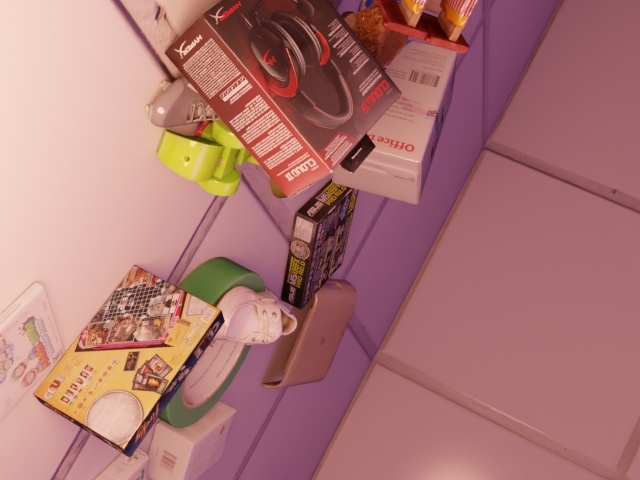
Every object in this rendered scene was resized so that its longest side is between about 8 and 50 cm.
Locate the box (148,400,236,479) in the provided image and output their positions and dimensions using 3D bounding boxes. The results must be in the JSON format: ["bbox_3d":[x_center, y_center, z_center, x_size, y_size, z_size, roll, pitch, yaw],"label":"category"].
[{"bbox_3d":[-0.264,0.409,1.746,0.170,0.091,0.130,-28,140,-62],"label":"box"}]

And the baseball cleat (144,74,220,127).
[{"bbox_3d":[-0.148,-0.196,1.213,0.206,0.109,0.072,-41,161,-48],"label":"baseball cleat"}]

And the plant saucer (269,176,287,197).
[{"bbox_3d":[-0.023,-0.189,1.716,0.241,0.037,0.241,-55,160,-31],"label":"plant saucer"}]

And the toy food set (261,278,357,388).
[{"bbox_3d":[-0.031,0.244,2.246,0.220,0.092,0.306,8,106,-60],"label":"toy food set"}]

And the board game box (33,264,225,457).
[{"bbox_3d":[-0.276,0.170,1.256,0.243,0.165,0.042,-56,161,-25],"label":"board game box"}]

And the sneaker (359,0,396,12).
[{"bbox_3d":[0.138,-0.482,1.698,0.152,0.085,0.058,-65,163,3],"label":"sneaker"}]

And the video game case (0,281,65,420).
[{"bbox_3d":[-0.398,0.150,1.113,0.143,0.019,0.157,-52,159,-35],"label":"video game case"}]

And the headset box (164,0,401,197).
[{"bbox_3d":[-0.034,-0.221,1.201,0.110,0.293,0.218,-26,-162,49],"label":"headset box"}]

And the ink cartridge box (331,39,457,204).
[{"bbox_3d":[0.148,-0.251,1.775,0.197,0.198,0.270,79,29,-67],"label":"ink cartridge box"}]

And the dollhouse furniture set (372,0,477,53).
[{"bbox_3d":[0.179,-0.487,1.442,0.374,0.152,0.201,-103,-148,-55],"label":"dollhouse furniture set"}]

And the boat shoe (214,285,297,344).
[{"bbox_3d":[-0.112,0.144,1.558,0.098,0.096,0.277,-67,162,8],"label":"boat shoe"}]

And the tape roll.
[{"bbox_3d":[-0.219,0.191,1.604,0.321,0.077,0.321,-55,161,-29],"label":"tape roll"}]

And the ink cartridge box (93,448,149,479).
[{"bbox_3d":[-0.401,0.507,1.551,0.224,0.056,0.181,-45,154,-51],"label":"ink cartridge box"}]

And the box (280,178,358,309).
[{"bbox_3d":[0.000,0.000,2.010,0.216,0.060,0.270,-47,156,-46],"label":"box"}]

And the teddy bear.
[{"bbox_3d":[0.030,-0.277,1.539,0.245,0.113,0.338,-27,149,-50],"label":"teddy bear"}]

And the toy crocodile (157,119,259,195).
[{"bbox_3d":[-0.131,-0.167,1.342,0.340,0.105,0.115,-46,162,-55],"label":"toy crocodile"}]

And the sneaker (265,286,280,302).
[{"bbox_3d":[-0.123,0.164,1.902,0.071,0.068,0.170,-43,148,-16],"label":"sneaker"}]
